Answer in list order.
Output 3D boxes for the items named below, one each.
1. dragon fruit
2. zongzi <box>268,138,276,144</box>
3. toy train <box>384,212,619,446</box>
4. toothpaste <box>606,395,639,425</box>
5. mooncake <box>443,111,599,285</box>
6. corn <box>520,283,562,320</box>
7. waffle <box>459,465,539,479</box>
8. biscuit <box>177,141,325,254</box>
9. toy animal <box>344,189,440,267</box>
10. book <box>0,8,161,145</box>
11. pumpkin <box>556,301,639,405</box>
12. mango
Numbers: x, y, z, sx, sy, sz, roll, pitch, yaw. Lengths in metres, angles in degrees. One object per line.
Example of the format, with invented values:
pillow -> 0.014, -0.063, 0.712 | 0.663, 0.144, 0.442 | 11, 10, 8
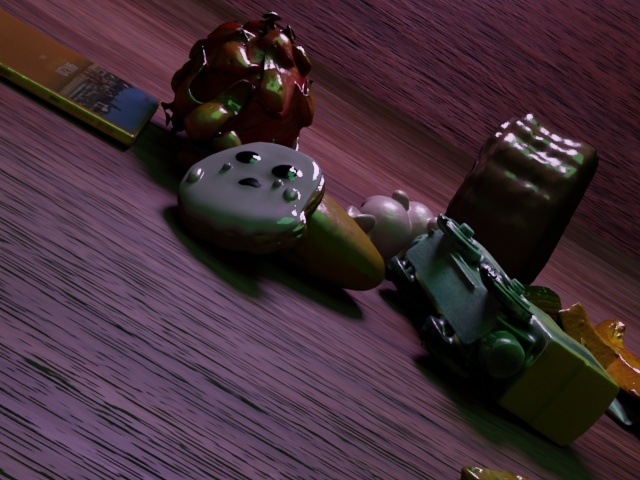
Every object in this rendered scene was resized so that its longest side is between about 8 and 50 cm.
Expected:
dragon fruit -> -0.128, -0.208, 1.506 | 0.307, 0.227, 0.243 | 3, 67, -64
zongzi -> -0.070, -0.088, 1.425 | 0.055, 0.119, 0.109 | 32, 14, 15
toy train -> 0.233, 0.103, 1.404 | 0.237, 0.150, 0.369 | 36, 13, -22
toothpaste -> 0.409, 0.212, 1.609 | 0.233, 0.038, 0.060 | 43, 22, 27
mooncake -> 0.356, -0.065, 1.846 | 0.187, 0.324, 0.324 | 34, 15, 17
corn -> 0.365, 0.110, 1.774 | 0.068, 0.068, 0.207 | 42, 19, 33
waffle -> 0.250, 0.299, 0.964 | 0.274, 0.057, 0.168 | 20, 19, -40
biscuit -> -0.086, -0.065, 1.265 | 0.181, 0.049, 0.208 | 13, 40, 14
toy animal -> 0.087, -0.023, 1.563 | 0.212, 0.124, 0.124 | 9, 27, -43
book -> -0.415, -0.262, 1.457 | 0.374, 0.028, 0.262 | 30, 15, -9
pumpkin -> 0.517, 0.215, 1.682 | 0.258, 0.095, 0.290 | 45, 10, 30
mango -> 0.000, 0.000, 1.340 | 0.195, 0.098, 0.137 | 41, 13, 7
